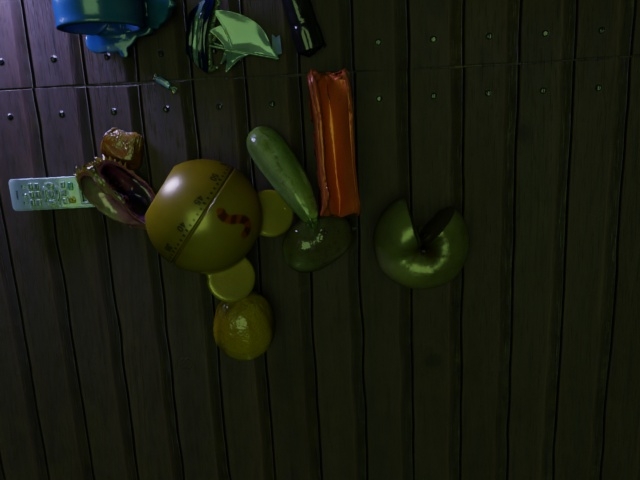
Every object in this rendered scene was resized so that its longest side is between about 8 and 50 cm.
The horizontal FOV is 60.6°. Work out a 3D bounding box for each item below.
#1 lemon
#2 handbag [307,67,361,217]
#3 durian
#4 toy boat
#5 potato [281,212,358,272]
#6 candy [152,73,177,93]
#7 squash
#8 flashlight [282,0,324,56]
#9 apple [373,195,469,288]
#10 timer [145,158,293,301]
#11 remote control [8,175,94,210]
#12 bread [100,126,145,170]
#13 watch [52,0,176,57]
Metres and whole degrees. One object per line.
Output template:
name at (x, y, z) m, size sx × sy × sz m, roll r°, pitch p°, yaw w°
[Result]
lemon at (-0.245, 0.272, 1.761) m, size 0.204 × 0.204 × 0.260 m, roll 0°, pitch 116°, yaw 1°
handbag at (0.029, -0.277, 1.582) m, size 0.116 × 0.303 × 0.410 m, roll -6°, pitch 99°, yaw -4°
durian at (-0.640, -0.143, 1.707) m, size 0.187 × 0.153 × 0.260 m, roll -19°, pitch 116°, yaw 17°
toy boat at (-0.274, -0.585, 1.643) m, size 0.292 × 0.070 × 0.210 m, roll 31°, pitch 104°, yaw -8°
potato at (0.000, 0.000, 1.720) m, size 0.251 × 0.174 × 0.159 m, roll -24°, pitch 67°, yaw -1°
candy at (-0.482, -0.483, 1.692) m, size 0.083 × 0.020 × 0.030 m, roll 31°, pitch 98°, yaw -4°
squash at (-0.100, -0.196, 1.651) m, size 0.118 × 0.118 × 0.370 m, roll -38°, pitch 75°, yaw 9°
flashlight at (-0.086, -0.752, 1.592) m, size 0.103 × 0.103 × 0.423 m, roll -18°, pitch 103°, yaw 5°
apple at (0.302, 0.001, 1.660) m, size 0.292 × 0.254 × 0.291 m, roll 1°, pitch 103°, yaw 4°
timer at (-0.309, -0.047, 1.630) m, size 0.387 × 0.376 × 0.376 m, roll 32°, pitch 101°, yaw -13°
remote control at (-0.844, -0.154, 1.760) m, size 0.294 × 0.051 × 0.103 m, roll -3°, pitch 103°, yaw -2°
bread at (-0.627, -0.289, 1.728) m, size 0.129 × 0.044 × 0.126 m, roll 18°, pitch 101°, yaw 1°
watch at (-0.577, -0.649, 1.530) m, size 0.305 × 0.274 × 0.241 m, roll -4°, pitch 102°, yaw 8°
